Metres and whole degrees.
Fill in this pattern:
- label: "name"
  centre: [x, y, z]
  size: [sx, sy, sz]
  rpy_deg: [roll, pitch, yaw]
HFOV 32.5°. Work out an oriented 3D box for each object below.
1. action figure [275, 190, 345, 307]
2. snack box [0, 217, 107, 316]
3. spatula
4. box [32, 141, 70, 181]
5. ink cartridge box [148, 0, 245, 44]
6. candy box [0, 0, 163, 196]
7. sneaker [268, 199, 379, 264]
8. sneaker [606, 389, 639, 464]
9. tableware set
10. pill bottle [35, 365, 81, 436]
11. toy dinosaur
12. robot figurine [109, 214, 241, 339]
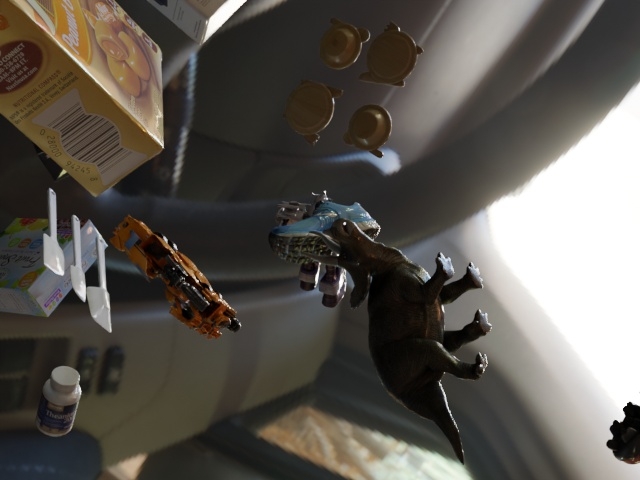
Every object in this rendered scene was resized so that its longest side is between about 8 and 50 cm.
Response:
- label: "action figure"
  centre: [0.000, 0.000, 2.130]
  size: [0.099, 0.185, 0.285]
  rpy_deg: [-56, 159, -35]
- label: "snack box"
  centre: [-0.495, 0.042, 1.874]
  size: [0.174, 0.207, 0.070]
  rpy_deg: [-55, 130, -34]
- label: "spatula"
  centre: [-0.379, 0.026, 1.706]
  size: [0.019, 0.168, 0.242]
  rpy_deg: [-36, -147, 9]
- label: "box"
  centre: [-0.421, -0.210, 1.867]
  size: [0.156, 0.158, 0.093]
  rpy_deg: [-25, 151, -7]
- label: "ink cartridge box"
  centre: [-0.234, -0.480, 1.860]
  size: [0.172, 0.237, 0.100]
  rpy_deg: [-49, 179, -23]
- label: "candy box"
  centre: [-0.266, -0.204, 0.930]
  size: [0.087, 0.316, 0.183]
  rpy_deg: [-32, -144, 16]
- label: "sneaker"
  centre: [-0.002, -0.017, 1.513]
  size: [0.162, 0.073, 0.063]
  rpy_deg: [-9, 146, -29]
- label: "sneaker"
  centre: [0.501, 0.217, 1.402]
  size: [0.276, 0.135, 0.097]
  rpy_deg: [-35, -175, -4]
- label: "tableware set"
  centre: [0.037, -0.182, 1.283]
  size: [0.020, 0.141, 0.168]
  rpy_deg: [13, 101, -61]
- label: "pill bottle"
  centre: [-0.460, 0.282, 1.936]
  size: [0.067, 0.067, 0.120]
  rpy_deg: [-43, 158, -56]
- label: "toy dinosaur"
  centre: [0.112, 0.110, 1.293]
  size: [0.160, 0.313, 0.121]
  rpy_deg: [-23, 171, 30]
- label: "robot figurine"
  centre: [-0.270, 0.079, 2.080]
  size: [0.085, 0.291, 0.211]
  rpy_deg: [-46, 148, 1]
